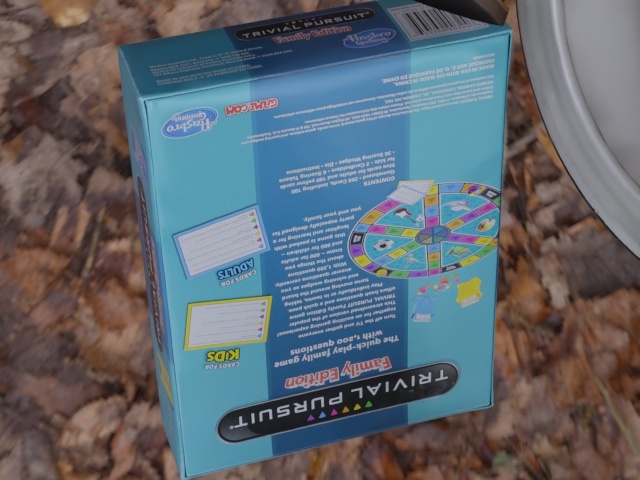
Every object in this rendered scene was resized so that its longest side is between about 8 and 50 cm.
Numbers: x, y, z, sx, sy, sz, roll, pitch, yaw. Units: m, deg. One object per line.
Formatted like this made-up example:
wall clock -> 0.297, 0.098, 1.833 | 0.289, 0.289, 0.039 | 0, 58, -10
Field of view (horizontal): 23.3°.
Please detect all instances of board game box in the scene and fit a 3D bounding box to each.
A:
board game box -> 0.000, 0.000, 1.120 | 0.254, 0.079, 0.336 | -11, 128, -13

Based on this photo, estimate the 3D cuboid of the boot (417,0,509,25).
boot -> 0.047, -0.201, 0.853 | 0.112, 0.305, 0.115 | 19, 87, 26

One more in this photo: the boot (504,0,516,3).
boot -> 0.119, -0.230, 1.503 | 0.152, 0.197, 0.073 | -37, 75, 25

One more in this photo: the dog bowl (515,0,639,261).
dog bowl -> 0.312, -0.160, 0.985 | 0.150, 0.408, 0.408 | -14, 106, -33
